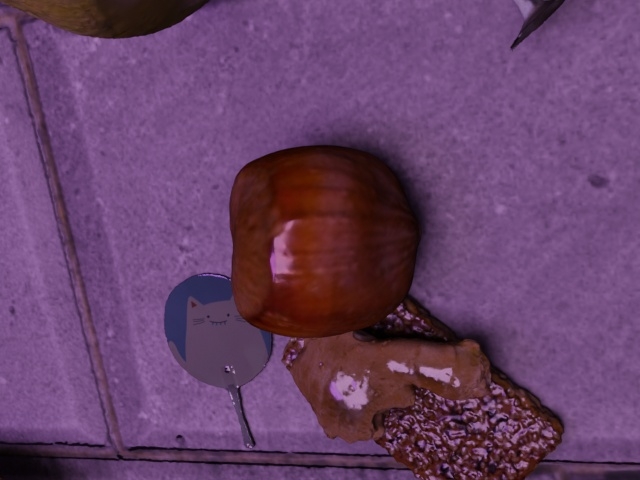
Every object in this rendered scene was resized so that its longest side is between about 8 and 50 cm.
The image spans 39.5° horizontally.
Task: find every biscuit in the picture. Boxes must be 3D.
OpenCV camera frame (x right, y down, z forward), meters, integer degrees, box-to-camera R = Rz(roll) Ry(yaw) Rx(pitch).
[{"bbox_3d":[0.080,0.128,0.755,0.231,0.025,0.131,38,116,8],"label":"biscuit"}]

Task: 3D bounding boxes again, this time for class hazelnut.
[{"bbox_3d":[0.000,0.000,0.693,0.150,0.150,0.150,7,108,21],"label":"hazelnut"}]

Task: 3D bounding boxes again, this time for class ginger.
[{"bbox_3d":[0.050,0.117,0.710,0.165,0.067,0.096,5,83,23],"label":"ginger"}]

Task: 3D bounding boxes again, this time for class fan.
[{"bbox_3d":[-0.089,0.114,0.832,0.113,0.005,0.175,-10,102,25],"label":"fan"}]

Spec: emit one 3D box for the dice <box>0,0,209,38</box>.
[{"bbox_3d":[-0.151,-0.294,0.608,0.227,0.233,0.238,41,117,6],"label":"dice"}]

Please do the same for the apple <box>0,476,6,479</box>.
[{"bbox_3d":[-0.400,0.382,0.881,0.319,0.319,0.277,-7,111,25],"label":"apple"}]

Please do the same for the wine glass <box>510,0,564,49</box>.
[{"bbox_3d":[0.090,-0.226,0.622,0.198,0.066,0.066,49,117,4],"label":"wine glass"}]
